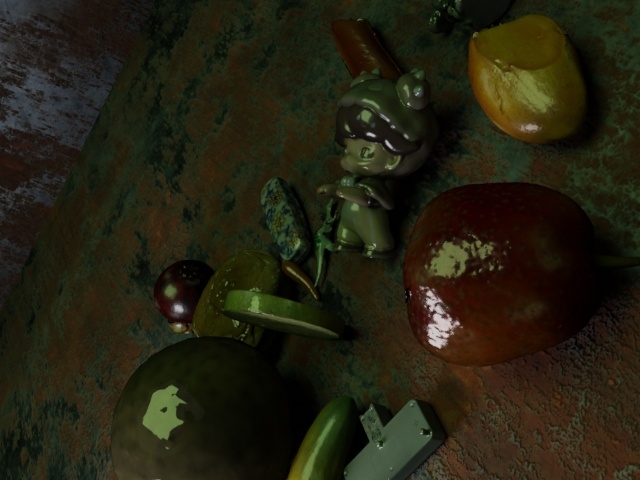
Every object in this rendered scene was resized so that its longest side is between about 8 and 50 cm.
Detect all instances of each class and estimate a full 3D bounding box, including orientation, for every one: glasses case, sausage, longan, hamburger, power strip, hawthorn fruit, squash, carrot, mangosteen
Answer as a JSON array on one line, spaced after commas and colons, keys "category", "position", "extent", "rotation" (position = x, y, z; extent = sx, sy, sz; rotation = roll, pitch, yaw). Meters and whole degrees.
[{"category": "glasses case", "position": [-0.083, -0.050, 1.952], "extent": [0.087, 0.065, 0.248], "rotation": [-51, 41, 30]}, {"category": "sausage", "position": [0.104, -0.401, 1.871], "extent": [0.102, 0.102, 0.330], "rotation": [-48, 40, 25]}, {"category": "longan", "position": [-0.231, 0.387, 1.679], "extent": [0.391, 0.391, 0.391], "rotation": [-29, 50, 42]}, {"category": "hamburger", "position": [-0.187, 0.146, 1.928], "extent": [0.284, 0.134, 0.266], "rotation": [24, 93, 53]}, {"category": "power strip", "position": [0.113, 0.359, 1.480], "extent": [0.216, 0.061, 0.145], "rotation": [-51, 39, 22]}, {"category": "hawthorn fruit", "position": [0.300, 0.045, 1.253], "extent": [0.368, 0.284, 0.285], "rotation": [-11, 61, 26]}, {"category": "squash", "position": [-0.070, 0.151, 1.669], "extent": [0.252, 0.252, 0.049], "rotation": [-6, 67, 52]}, {"category": "carrot", "position": [-0.042, 0.085, 1.840], "extent": [0.142, 0.035, 0.035], "rotation": [42, 107, 32]}, {"category": "mangosteen", "position": [-0.337, 0.148, 2.110], "extent": [0.199, 0.199, 0.200], "rotation": [-29, 50, 42]}]

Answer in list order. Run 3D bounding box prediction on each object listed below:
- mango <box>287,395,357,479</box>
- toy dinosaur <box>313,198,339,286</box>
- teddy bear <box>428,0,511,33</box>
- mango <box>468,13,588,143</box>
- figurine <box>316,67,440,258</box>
[{"category": "mango", "position": [0.004, 0.404, 1.563], "extent": [0.238, 0.091, 0.137], "rotation": [-65, 8, -12]}, {"category": "toy dinosaur", "position": [0.003, 0.002, 1.843], "extent": [0.106, 0.044, 0.188], "rotation": [-144, 65, -68]}, {"category": "teddy bear", "position": [0.267, -0.501, 1.676], "extent": [0.251, 0.144, 0.171], "rotation": [35, 114, 57]}, {"category": "mango", "position": [0.362, -0.260, 1.427], "extent": [0.187, 0.138, 0.257], "rotation": [-26, 54, 20]}, {"category": "figurine", "position": [0.117, -0.156, 1.657], "extent": [0.248, 0.203, 0.381], "rotation": [18, 98, 61]}]
